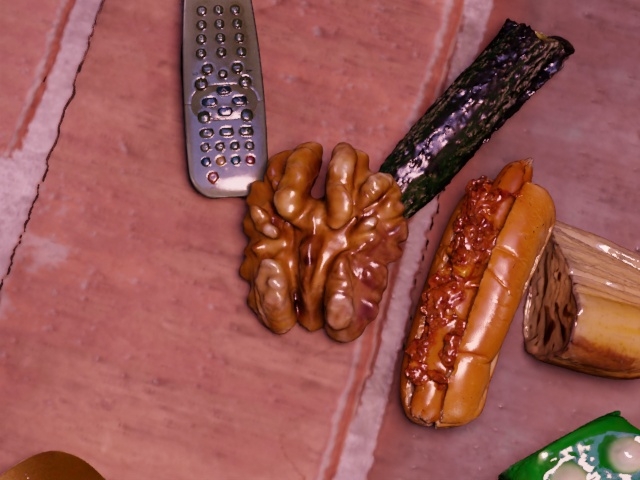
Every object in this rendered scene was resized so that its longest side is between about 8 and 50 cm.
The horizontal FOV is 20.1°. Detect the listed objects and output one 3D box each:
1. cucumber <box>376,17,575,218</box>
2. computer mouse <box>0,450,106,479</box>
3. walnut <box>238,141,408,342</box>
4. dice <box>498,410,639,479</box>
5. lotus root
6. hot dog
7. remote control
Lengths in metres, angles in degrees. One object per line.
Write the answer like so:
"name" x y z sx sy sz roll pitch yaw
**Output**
"cucumber" 0.123 -0.105 1.583 0.067 0.067 0.245 42 74 7
"computer mouse" -0.262 0.278 1.455 0.245 0.056 0.126 -42 81 -12
"walnut" 0.000 0.000 1.524 0.143 0.069 0.170 5 90 12
"dice" 0.222 0.219 1.466 0.120 0.131 0.128 -26 80 -11
"lotus root" 0.236 0.064 1.539 0.135 0.095 0.159 19 34 -4
"hot dog" 0.125 0.038 1.527 0.076 0.102 0.249 32 74 -33
"remote control" -0.087 -0.143 1.590 0.072 0.042 0.222 -3 76 -5
